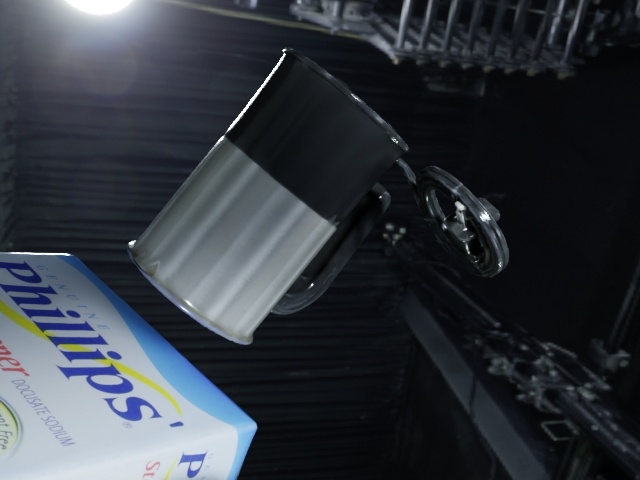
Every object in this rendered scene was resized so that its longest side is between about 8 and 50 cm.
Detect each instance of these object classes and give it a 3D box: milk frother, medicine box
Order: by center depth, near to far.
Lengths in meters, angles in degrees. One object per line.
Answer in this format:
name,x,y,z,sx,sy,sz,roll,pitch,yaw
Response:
milk frother,0.000,0.000,0.388,0.135,0.129,0.143,-51,-143,4
medicine box,-0.242,0.128,0.505,0.263,0.289,0.149,33,-71,34
